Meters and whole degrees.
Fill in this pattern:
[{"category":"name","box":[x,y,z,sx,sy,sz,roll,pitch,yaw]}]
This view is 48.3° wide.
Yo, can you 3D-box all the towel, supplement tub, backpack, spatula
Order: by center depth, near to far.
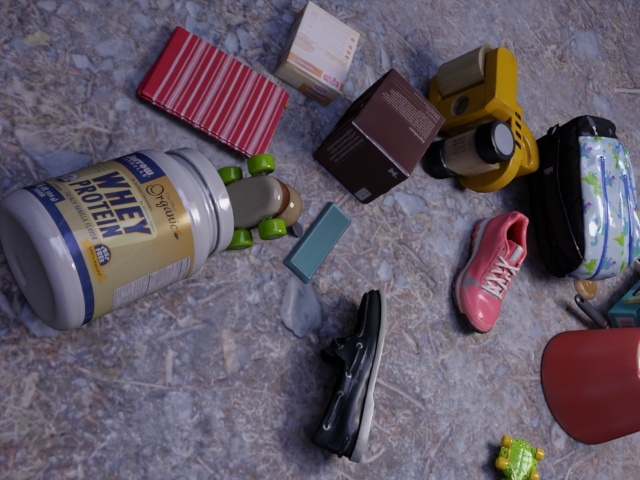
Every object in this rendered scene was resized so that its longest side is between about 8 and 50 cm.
[{"category":"supplement tub","box":[-0.322,-0.015,1.151,0.316,0.228,0.228,-26,87,-35]},{"category":"towel","box":[-0.210,-0.294,1.436,0.274,0.031,0.199,29,60,-16]},{"category":"backpack","box":[0.632,-0.078,1.728,0.273,0.290,0.356,13,72,-14]},{"category":"spatula","box":[0.724,0.230,1.801,0.296,0.030,0.084,45,55,-24]}]

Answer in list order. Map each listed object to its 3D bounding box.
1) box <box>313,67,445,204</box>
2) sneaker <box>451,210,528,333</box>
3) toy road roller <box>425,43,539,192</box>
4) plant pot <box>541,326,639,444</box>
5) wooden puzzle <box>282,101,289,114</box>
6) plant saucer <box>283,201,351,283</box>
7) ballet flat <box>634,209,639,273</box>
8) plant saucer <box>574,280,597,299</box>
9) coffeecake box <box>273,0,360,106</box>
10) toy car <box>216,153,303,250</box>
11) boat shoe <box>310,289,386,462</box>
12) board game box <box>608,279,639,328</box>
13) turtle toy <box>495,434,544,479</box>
[{"category":"box","box":[0.128,-0.223,1.539,0.167,0.168,0.203,43,55,-11]},{"category":"sneaker","box":[0.395,0.058,1.616,0.115,0.136,0.314,30,59,-17]},{"category":"toy road roller","box":[0.402,-0.274,1.716,0.240,0.202,0.330,19,68,-38]},{"category":"plant pot","box":[0.690,0.318,1.634,0.274,0.243,0.275,11,67,-27]},{"category":"wooden puzzle","box":[-0.118,-0.282,1.506,0.078,0.014,0.116,44,56,-10]},{"category":"plant saucer","box":[0.000,0.000,1.470,0.067,0.018,0.192,43,55,-11]},{"category":"ballet flat","box":[0.885,0.023,1.969,0.077,0.077,0.231,-17,83,-25]},{"category":"plant saucer","box":[0.692,0.113,1.850,0.083,0.015,0.084,12,66,-28]},{"category":"coffeecake box","box":[-0.006,-0.416,1.591,0.142,0.068,0.186,28,60,-20]},{"category":"toy car","box":[-0.097,-0.065,1.394,0.188,0.148,0.155,10,67,-59]},{"category":"boat shoe","box":[0.051,0.239,1.353,0.112,0.127,0.340,13,66,-2]},{"category":"board game box","box":[0.902,0.212,1.858,0.336,0.079,0.254,-33,105,-33]},{"category":"turtle toy","box":[0.411,0.480,1.509,0.095,0.066,0.130,22,62,4]}]
